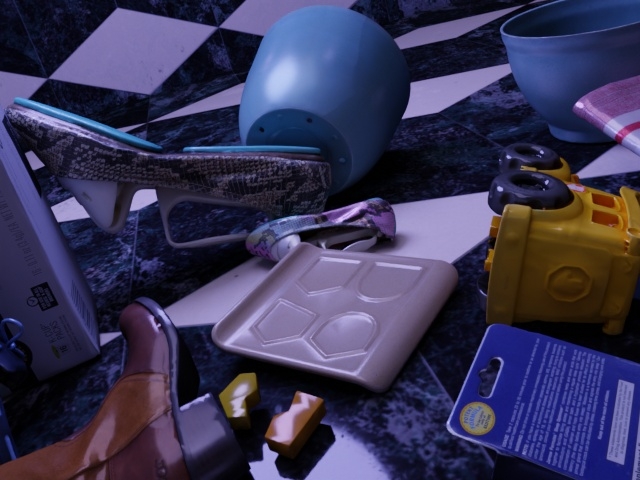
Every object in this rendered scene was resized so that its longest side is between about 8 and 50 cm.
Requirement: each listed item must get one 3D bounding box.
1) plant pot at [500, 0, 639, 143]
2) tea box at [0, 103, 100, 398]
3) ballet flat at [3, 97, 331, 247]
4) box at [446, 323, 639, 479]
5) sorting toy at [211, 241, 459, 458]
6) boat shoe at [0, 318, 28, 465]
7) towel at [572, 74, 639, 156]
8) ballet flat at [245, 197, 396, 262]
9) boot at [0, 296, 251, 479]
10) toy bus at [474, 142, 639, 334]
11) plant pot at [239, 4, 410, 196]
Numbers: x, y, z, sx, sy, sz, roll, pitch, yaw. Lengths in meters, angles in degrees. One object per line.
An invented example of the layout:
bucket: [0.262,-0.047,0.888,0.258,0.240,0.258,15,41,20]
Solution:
plant pot: [0.455,-0.278,1.065,0.293,0.196,0.293,-13,26,7]
tea box: [-0.503,0.037,0.834,0.323,0.329,0.220,-23,26,-12]
ballet flat: [-0.226,-0.081,0.966,0.482,0.182,0.164,9,4,-9]
box: [0.216,0.140,0.475,0.225,0.037,0.136,16,37,21]
sorting toy: [-0.005,0.108,0.736,0.229,0.041,0.307,9,38,33]
boat shoe: [-0.356,0.150,0.701,0.089,0.258,0.109,-8,-18,-19]
towel: [0.517,-0.134,0.808,0.237,0.037,0.329,-24,44,-12]
ballet flat: [0.000,0.000,0.927,0.221,0.077,0.079,-13,52,6]
boot: [-0.239,0.196,0.621,0.280,0.096,0.264,-28,50,-15]
toy bus: [0.281,-0.005,0.692,0.211,0.150,0.220,7,29,16]
plant pot: [-0.008,-0.214,1.126,0.292,0.293,0.235,-4,41,24]
